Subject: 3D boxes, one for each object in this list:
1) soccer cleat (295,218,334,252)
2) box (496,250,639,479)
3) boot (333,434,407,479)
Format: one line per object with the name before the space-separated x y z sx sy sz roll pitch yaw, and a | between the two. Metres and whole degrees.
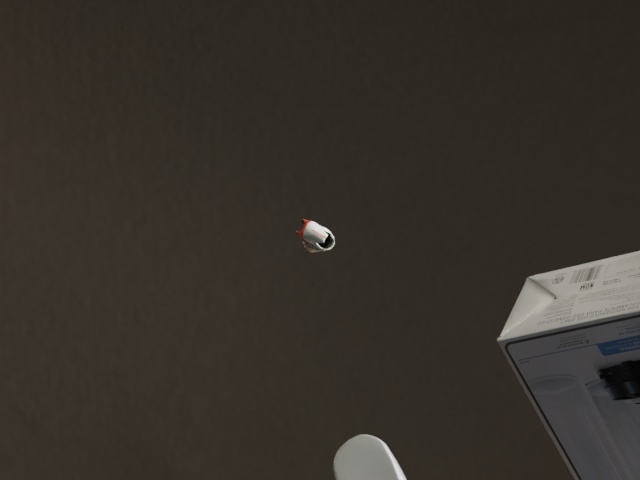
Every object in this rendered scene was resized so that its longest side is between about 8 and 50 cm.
soccer cleat | 0.000 0.000 1.735 0.029 0.036 0.083 -60 -17 -6
box | 0.284 0.150 1.346 0.169 0.087 0.290 -14 -62 34
boot | 0.095 0.336 1.829 0.095 0.258 0.123 -26 -40 10
